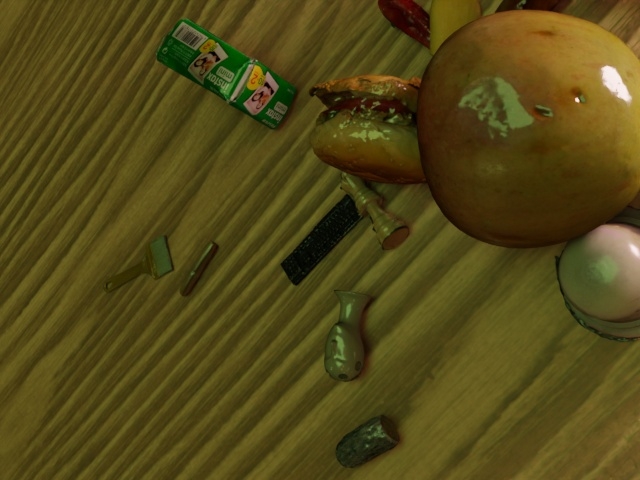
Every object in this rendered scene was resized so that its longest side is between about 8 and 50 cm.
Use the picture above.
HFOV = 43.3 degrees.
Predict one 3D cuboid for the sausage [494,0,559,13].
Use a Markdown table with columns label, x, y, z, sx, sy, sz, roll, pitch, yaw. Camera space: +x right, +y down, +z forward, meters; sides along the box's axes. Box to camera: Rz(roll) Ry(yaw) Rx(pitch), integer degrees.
| label | x | y | z | sx | sy | sz | roll | pitch | yaw |
| --- | --- | --- | --- | --- | --- | --- | --- | --- | --- |
| sausage | 0.308 | -0.314 | 1.317 | 0.103 | 0.076 | 0.302 | 32 | 105 | 46 |

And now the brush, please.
| label | x | y | z | sx | sy | sz | roll | pitch | yaw |
| --- | --- | --- | --- | --- | --- | --- | --- | --- | --- |
| brush | -0.402 | 0.066 | 1.753 | 0.205 | 0.011 | 0.083 | -27 | 70 | 27 |

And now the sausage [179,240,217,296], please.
| label | x | y | z | sx | sy | sz | roll | pitch | yaw |
| --- | --- | --- | --- | --- | --- | --- | --- | --- | --- |
| sausage | -0.253 | 0.058 | 1.651 | 0.024 | 0.024 | 0.132 | 40 | 103 | 30 |

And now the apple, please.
| label | x | y | z | sx | sy | sz | roll | pitch | yaw |
| --- | --- | --- | --- | --- | --- | --- | --- | --- | --- |
| apple | 0.299 | -0.162 | 1.120 | 0.304 | 0.338 | 0.339 | -5 | 80 | 20 |

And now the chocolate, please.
| label | x | y | z | sx | sy | sz | roll | pitch | yaw |
| --- | --- | --- | --- | --- | --- | --- | --- | --- | --- |
| chocolate | 0.419 | 0.037 | 1.161 | 0.221 | 0.147 | 0.221 | -8 | 75 | 34 |

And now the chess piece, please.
| label | x | y | z | sx | sy | sz | roll | pitch | yaw |
| --- | --- | --- | --- | --- | --- | --- | --- | --- | --- |
| chess piece | 0.088 | -0.063 | 1.439 | 0.060 | 0.060 | 0.172 | -46 | 60 | 18 |

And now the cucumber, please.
| label | x | y | z | sx | sy | sz | roll | pitch | yaw |
| --- | --- | --- | --- | --- | --- | --- | --- | --- | --- |
| cucumber | 0.078 | 0.347 | 1.377 | 0.112 | 0.064 | 0.064 | -38 | 65 | 23 |

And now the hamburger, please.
| label | x | y | z | sx | sy | sz | roll | pitch | yaw |
| --- | --- | --- | --- | --- | --- | --- | --- | --- | --- |
| hamburger | 0.100 | -0.182 | 1.349 | 0.244 | 0.244 | 0.163 | 2 | 87 | 32 |

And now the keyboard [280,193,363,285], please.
| label | x | y | z | sx | sy | sz | roll | pitch | yaw |
| --- | --- | --- | --- | --- | --- | --- | --- | --- | --- |
| keyboard | 0.000 | 0.000 | 1.506 | 0.195 | 0.018 | 0.060 | -47 | 59 | 17 |

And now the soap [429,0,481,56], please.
| label | x | y | z | sx | sy | sz | roll | pitch | yaw |
| --- | --- | --- | --- | --- | --- | --- | --- | --- | --- |
| soap | 0.227 | -0.357 | 1.382 | 0.089 | 0.033 | 0.169 | 9 | 74 | 5 |

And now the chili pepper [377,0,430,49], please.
| label | x | y | z | sx | sy | sz | roll | pitch | yaw |
| --- | --- | --- | --- | --- | --- | --- | --- | --- | --- |
| chili pepper | 0.163 | -0.395 | 1.444 | 0.059 | 0.050 | 0.268 | -40 | 64 | 4 |

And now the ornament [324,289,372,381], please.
| label | x | y | z | sx | sy | sz | roll | pitch | yaw |
| --- | --- | --- | --- | --- | --- | --- | --- | --- | --- |
| ornament | 0.044 | 0.169 | 1.417 | 0.074 | 0.081 | 0.156 | 4 | 80 | 35 |

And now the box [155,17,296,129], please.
| label | x | y | z | sx | sy | sz | roll | pitch | yaw |
| --- | --- | --- | --- | --- | --- | --- | --- | --- | --- |
| box | -0.183 | -0.326 | 1.576 | 0.250 | 0.180 | 0.103 | 37 | 99 | 32 |
